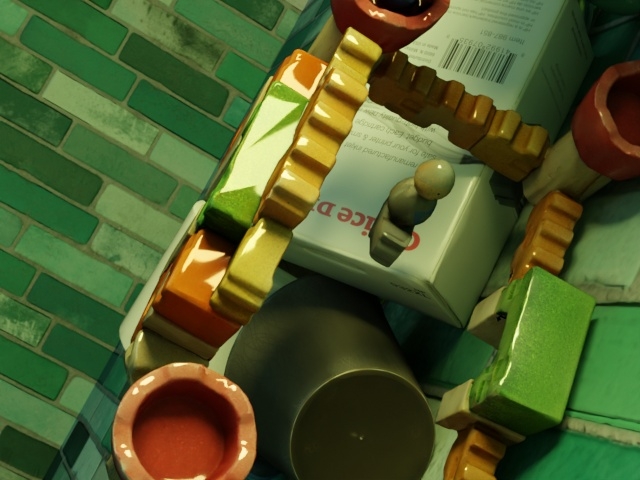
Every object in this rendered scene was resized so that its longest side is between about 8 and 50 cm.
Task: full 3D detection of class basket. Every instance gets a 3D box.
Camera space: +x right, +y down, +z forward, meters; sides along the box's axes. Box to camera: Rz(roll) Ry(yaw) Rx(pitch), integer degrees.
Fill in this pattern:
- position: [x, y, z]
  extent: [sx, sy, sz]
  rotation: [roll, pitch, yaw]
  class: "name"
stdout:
- position: [0.011, 0.145, 1.060]
  extent: [0.204, 0.154, 0.227]
  rotation: [-57, 17, 1]
  class: "basket"

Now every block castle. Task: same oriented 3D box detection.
- position: [0.064, 0.021, 0.794]
  extent: [0.453, 0.303, 0.213]
  rotation: [-66, 8, -26]
  class: "block castle"

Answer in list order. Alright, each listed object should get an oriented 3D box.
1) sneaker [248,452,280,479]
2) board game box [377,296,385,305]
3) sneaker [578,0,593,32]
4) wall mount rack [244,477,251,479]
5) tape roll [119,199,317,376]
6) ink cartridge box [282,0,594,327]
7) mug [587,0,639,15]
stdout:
- position: [-0.074, 0.241, 1.352]
  extent: [0.209, 0.069, 0.082]
  rotation: [-108, 35, -72]
  class: "sneaker"
- position: [0.000, 0.000, 1.319]
  extent: [0.043, 0.181, 0.092]
  rotation: [-57, 14, 12]
  class: "board game box"
- position: [0.266, -0.319, 1.163]
  extent: [0.208, 0.127, 0.319]
  rotation: [-75, 10, -54]
  class: "sneaker"
- position: [-0.174, 0.412, 1.225]
  extent: [0.304, 0.130, 0.350]
  rotation: [-50, 16, 23]
  class: "wall mount rack"
- position: [-0.078, 0.089, 1.285]
  extent: [0.169, 0.246, 0.246]
  rotation: [-57, 14, 12]
  class: "tape roll"
- position: [0.090, -0.103, 1.092]
  extent: [0.307, 0.223, 0.129]
  rotation: [-63, -31, -12]
  class: "ink cartridge box"
- position: [0.290, -0.281, 1.040]
  extent: [0.157, 0.097, 0.129]
  rotation: [-60, 13, -4]
  class: "mug"
